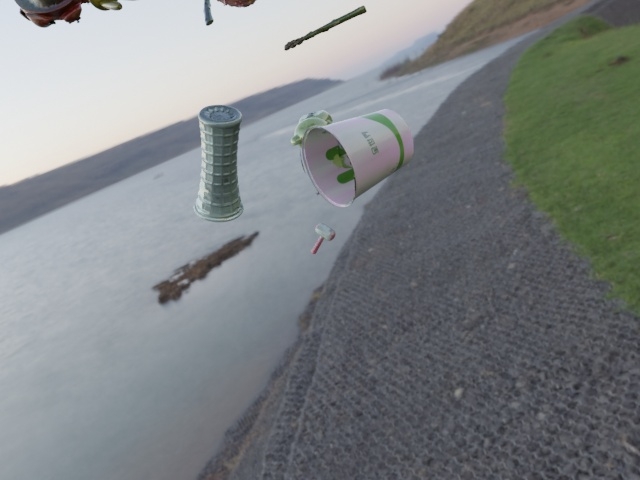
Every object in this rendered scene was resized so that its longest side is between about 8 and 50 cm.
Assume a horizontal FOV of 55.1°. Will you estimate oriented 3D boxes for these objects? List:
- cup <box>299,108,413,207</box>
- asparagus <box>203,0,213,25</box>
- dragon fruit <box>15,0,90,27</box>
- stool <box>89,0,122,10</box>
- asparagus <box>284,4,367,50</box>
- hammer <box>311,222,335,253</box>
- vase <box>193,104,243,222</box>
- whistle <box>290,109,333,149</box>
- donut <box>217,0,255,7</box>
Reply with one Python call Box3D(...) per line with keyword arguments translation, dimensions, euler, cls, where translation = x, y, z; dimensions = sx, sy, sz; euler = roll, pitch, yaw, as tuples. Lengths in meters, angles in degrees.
Box3D(translation=(0.119, -0.263, 1.831), dimensions=(0.274, 0.253, 0.253), euler=(-29, 14, -26), cls="cup")
Box3D(translation=(-0.339, -0.710, 1.851), dimensions=(0.034, 0.027, 0.236), euler=(-35, 45, 29), cls="asparagus")
Box3D(translation=(-0.851, -0.807, 1.939), dimensions=(0.268, 0.295, 0.130), euler=(-10, -28, 8), cls="dragon fruit")
Box3D(translation=(-0.588, -0.710, 1.731), dimensions=(0.111, 0.134, 0.135), euler=(7, -4, 34), cls="stool")
Box3D(translation=(0.011, -0.572, 1.656), dimensions=(0.249, 0.024, 0.025), euler=(-26, -21, 1), cls="asparagus")
Box3D(translation=(0.000, 0.000, 1.540), dimensions=(0.083, 0.052, 0.031), euler=(-60, -20, 20), cls="hammer")
Box3D(translation=(-0.272, -0.210, 1.663), dimensions=(0.143, 0.298, 0.143), euler=(6, 37, -4), cls="vase")
Box3D(translation=(-0.016, -0.363, 2.004), dimensions=(0.131, 0.106, 0.288), euler=(-14, 20, 14), cls="whistle")
Box3D(translation=(-0.224, -0.642, 1.532), dimensions=(0.166, 0.117, 0.065), euler=(17, -18, -15), cls="donut")
